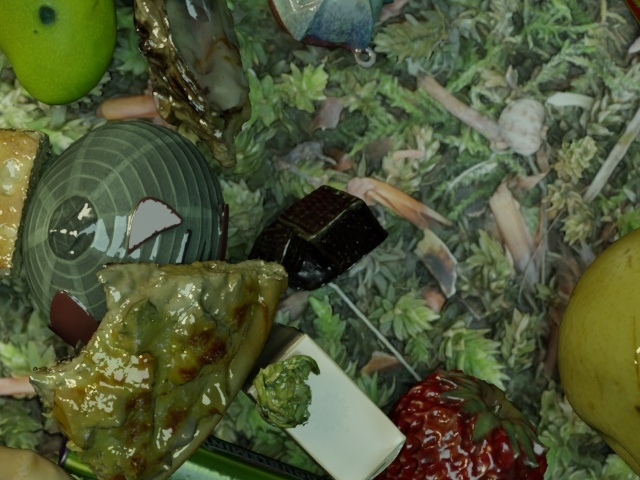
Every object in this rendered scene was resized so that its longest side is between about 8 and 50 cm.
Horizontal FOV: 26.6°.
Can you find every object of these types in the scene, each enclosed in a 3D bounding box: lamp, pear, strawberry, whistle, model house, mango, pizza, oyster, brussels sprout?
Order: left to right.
[{"bbox_3d":[-0.414,-0.037,1.537,0.204,0.080,0.188,2,68,-2],"label":"pizza"},{"bbox_3d":[-0.328,-0.294,1.514,0.175,0.143,0.293,-29,106,-9],"label":"mango"},{"bbox_3d":[-0.218,0.001,1.487,0.233,0.233,0.265,26,99,-11],"label":"lamp"},{"bbox_3d":[-0.169,0.137,1.395,0.223,0.089,0.323,31,96,-40],"label":"pizza"},{"bbox_3d":[-0.163,-0.261,1.544,0.096,0.221,0.361,-15,105,26],"label":"oyster"},{"bbox_3d":[-0.037,0.158,1.407,0.085,0.058,0.085,-1,91,-43],"label":"brussels sprout"},{"bbox_3d":[-0.024,-0.353,1.586,0.142,0.134,0.346,-28,87,-6],"label":"whistle"},{"bbox_3d":[-0.006,0.004,1.577,0.165,0.152,0.106,-40,92,-9],"label":"model house"},{"bbox_3d":[0.135,0.278,1.603,0.205,0.205,0.244,36,108,-10],"label":"strawberry"},{"bbox_3d":[0.445,0.135,1.572,0.348,0.348,0.348,0,91,-11],"label":"pear"}]

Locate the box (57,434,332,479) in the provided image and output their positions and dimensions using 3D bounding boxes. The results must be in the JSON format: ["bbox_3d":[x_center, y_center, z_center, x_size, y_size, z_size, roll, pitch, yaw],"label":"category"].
[{"bbox_3d":[-0.125,0.272,1.565,0.346,0.134,0.097,22,89,-10],"label":"box"}]

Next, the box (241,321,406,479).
[{"bbox_3d":[-0.009,0.187,1.545,0.095,0.212,0.168,-43,98,-8],"label":"box"}]

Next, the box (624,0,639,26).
[{"bbox_3d":[0.500,-0.416,1.699,0.313,0.089,0.197,-35,96,-9],"label":"box"}]

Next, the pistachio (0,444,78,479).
[{"bbox_3d":[-0.362,0.357,1.473,0.230,0.230,0.308,22,102,-11],"label":"pistachio"}]
